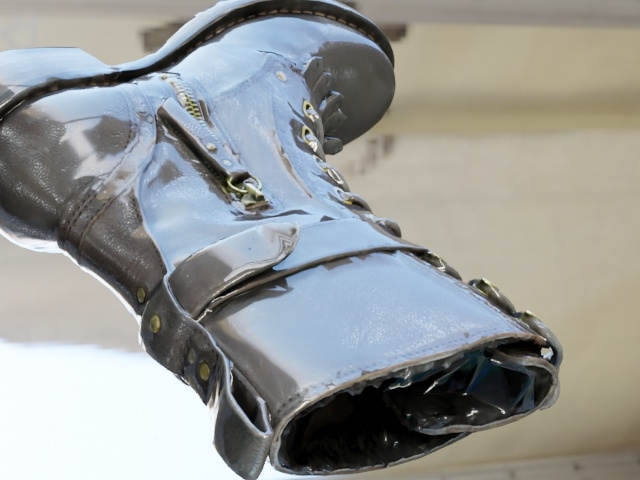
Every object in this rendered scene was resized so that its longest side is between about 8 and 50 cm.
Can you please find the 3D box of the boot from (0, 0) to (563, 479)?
[{"bbox_3d":[0.000,0.000,0.704,0.229,0.263,0.091,34,-55,32],"label":"boot"}]
